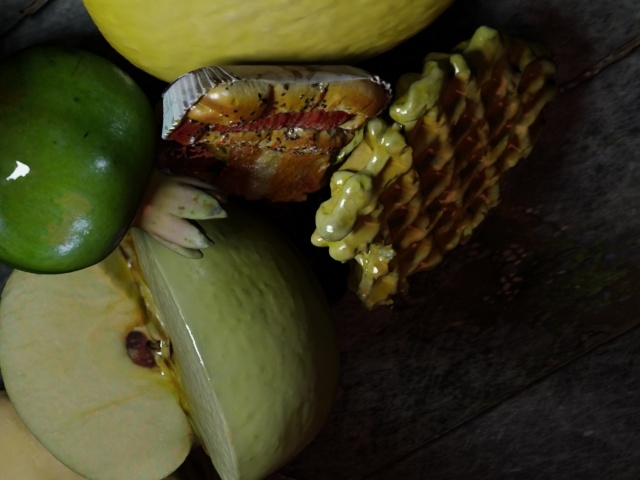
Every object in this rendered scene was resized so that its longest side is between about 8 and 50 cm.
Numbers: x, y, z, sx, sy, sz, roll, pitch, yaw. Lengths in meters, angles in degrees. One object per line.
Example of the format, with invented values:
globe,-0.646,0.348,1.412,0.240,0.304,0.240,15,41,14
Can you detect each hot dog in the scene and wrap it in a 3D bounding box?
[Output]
hot dog,-0.036,-0.101,1.475,0.191,0.059,0.108,-2,159,-35
hot dog,-0.049,-0.083,1.613,0.213,0.103,0.146,-6,168,-14

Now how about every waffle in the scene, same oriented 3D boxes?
waffle,0.096,-0.060,1.667,0.281,0.058,0.301,-57,157,11

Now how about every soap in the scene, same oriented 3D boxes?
soap,-0.033,-0.232,1.375,0.306,0.115,0.427,-22,156,1

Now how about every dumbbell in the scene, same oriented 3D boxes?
dumbbell,0.000,0.000,1.793,0.099,0.099,0.208,2,143,-30

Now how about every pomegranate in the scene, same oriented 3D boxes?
pomegranate,-0.183,-0.051,1.503,0.225,0.187,0.187,21,138,-12

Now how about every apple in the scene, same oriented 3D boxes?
apple,-0.119,0.078,1.699,0.295,0.258,0.233,-8,-162,40

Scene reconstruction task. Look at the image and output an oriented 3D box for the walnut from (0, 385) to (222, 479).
walnut,-0.242,0.315,1.915,0.383,0.383,0.383,-13,149,-8
